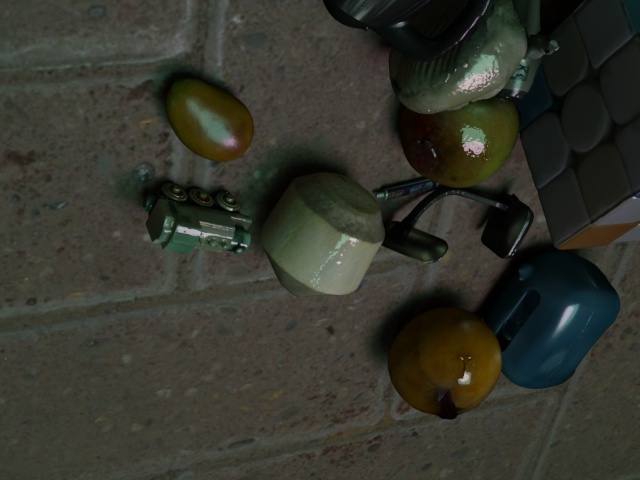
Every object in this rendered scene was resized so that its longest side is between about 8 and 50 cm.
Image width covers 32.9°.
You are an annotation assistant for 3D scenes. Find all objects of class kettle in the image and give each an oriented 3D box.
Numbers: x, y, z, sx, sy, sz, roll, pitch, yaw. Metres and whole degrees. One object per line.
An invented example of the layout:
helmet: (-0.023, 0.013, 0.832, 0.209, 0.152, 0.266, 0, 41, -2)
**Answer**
kettle: (0.115, -0.420, 1.584, 0.251, 0.207, 0.271, 21, 128, -29)

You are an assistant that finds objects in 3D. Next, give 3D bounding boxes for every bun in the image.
bun: (0.218, -0.297, 1.718, 0.239, 0.239, 0.141, -43, 124, 13)

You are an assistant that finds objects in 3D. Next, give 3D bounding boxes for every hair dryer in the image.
hair dryer: (0.337, -0.358, 1.745, 0.088, 0.219, 0.225, 6, 164, -8)

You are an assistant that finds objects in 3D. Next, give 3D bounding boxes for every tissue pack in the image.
tissue pack: (0.470, 0.169, 2.289, 0.206, 0.198, 0.287, 7, 127, -35)

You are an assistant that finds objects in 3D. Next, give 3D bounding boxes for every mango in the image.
mango: (-0.179, -0.188, 1.710, 0.163, 0.089, 0.111, 23, 104, -29)

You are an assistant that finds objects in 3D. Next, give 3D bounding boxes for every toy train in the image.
toy train: (-0.200, -0.028, 1.812, 0.194, 0.125, 0.081, 11, 126, -34)

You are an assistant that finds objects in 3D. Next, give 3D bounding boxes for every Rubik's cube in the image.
Rubik's cube: (0.570, -0.208, 1.822, 0.344, 0.346, 0.347, -4, 161, -24)

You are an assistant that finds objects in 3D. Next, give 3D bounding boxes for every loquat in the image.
loquat: (0.257, 0.250, 2.229, 0.235, 0.235, 0.235, -15, 134, -16)

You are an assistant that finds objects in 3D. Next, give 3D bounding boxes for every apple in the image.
apple: (0.242, -0.183, 1.887, 0.207, 0.174, 0.188, 4, 125, -11)

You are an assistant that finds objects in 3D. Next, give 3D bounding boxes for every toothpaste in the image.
toothpaste: (0.164, -0.097, 2.018, 0.140, 0.021, 0.037, -14, 143, -21)

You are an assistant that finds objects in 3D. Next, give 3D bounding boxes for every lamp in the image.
lamp: (0.273, -0.022, 2.022, 0.283, 0.203, 0.124, 1, 112, -25)

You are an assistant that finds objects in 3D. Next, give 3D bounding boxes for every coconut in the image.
coconut: (0.000, 0.000, 1.894, 0.202, 0.202, 0.222, 16, 117, -37)
